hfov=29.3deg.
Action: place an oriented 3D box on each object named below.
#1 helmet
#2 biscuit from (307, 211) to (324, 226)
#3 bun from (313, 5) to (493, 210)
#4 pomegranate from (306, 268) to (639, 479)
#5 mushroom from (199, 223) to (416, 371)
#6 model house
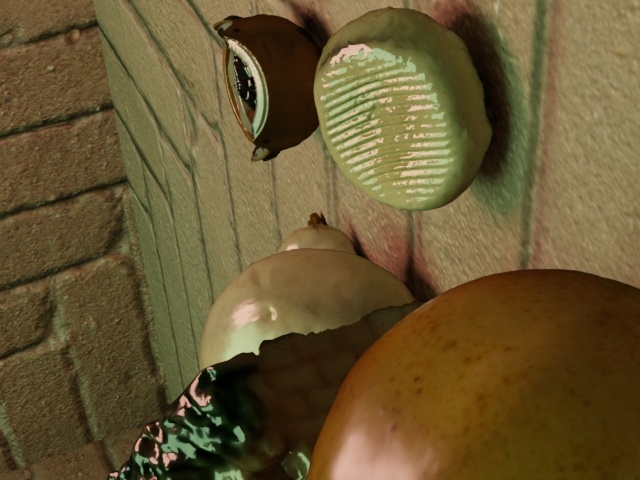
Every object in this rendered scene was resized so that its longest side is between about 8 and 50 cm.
[{"bbox_3d":[-0.057,-0.211,1.626,0.224,0.130,0.198,-161,57,-82],"label":"helmet"},{"bbox_3d":[0.000,0.000,1.864,0.082,0.016,0.092,65,164,3],"label":"biscuit"},{"bbox_3d":[0.095,-0.141,1.246,0.222,0.127,0.222,24,133,28],"label":"bun"},{"bbox_3d":[0.197,0.211,0.882,0.417,0.417,0.416,162,90,-73],"label":"pomegranate"},{"bbox_3d":[-0.015,0.130,1.581,0.315,0.315,0.356,107,140,-63],"label":"mushroom"},{"bbox_3d":[0.017,0.351,1.252,0.445,0.395,0.400,-48,66,38],"label":"model house"}]
